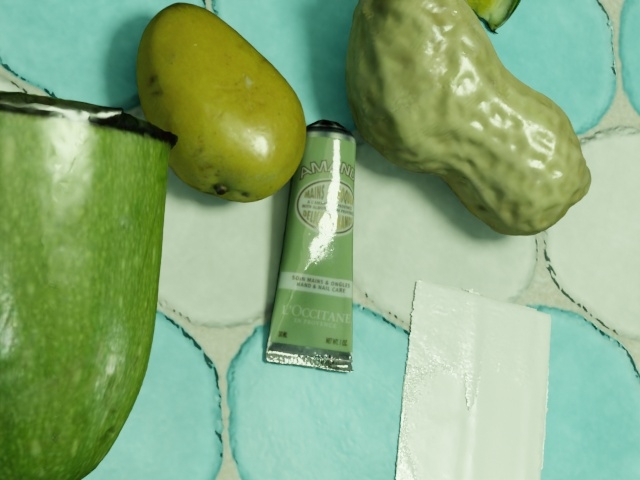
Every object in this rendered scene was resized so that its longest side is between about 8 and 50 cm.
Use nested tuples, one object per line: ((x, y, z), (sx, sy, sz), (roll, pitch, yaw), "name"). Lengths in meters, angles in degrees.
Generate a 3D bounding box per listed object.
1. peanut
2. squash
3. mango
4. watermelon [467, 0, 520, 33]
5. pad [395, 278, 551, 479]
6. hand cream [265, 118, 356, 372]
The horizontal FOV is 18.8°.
((0.123, -0.122, 1.813), (0.159, 0.143, 0.291), (-41, 101, 3), "peanut")
((-0.273, 0.054, 1.497), (0.310, 0.310, 0.309), (7, 85, -25), "squash")
((-0.093, -0.124, 1.728), (0.137, 0.098, 0.195), (-19, 75, -28), "mango")
((0.129, -0.357, 1.932), (0.129, 0.123, 0.301), (-35, 92, 1), "watermelon")
((0.146, 0.157, 1.806), (0.156, 0.004, 0.232), (16, 67, -21), "pad")
((0.000, 0.000, 1.760), (0.086, 0.055, 0.235), (9, 77, -21), "hand cream")
